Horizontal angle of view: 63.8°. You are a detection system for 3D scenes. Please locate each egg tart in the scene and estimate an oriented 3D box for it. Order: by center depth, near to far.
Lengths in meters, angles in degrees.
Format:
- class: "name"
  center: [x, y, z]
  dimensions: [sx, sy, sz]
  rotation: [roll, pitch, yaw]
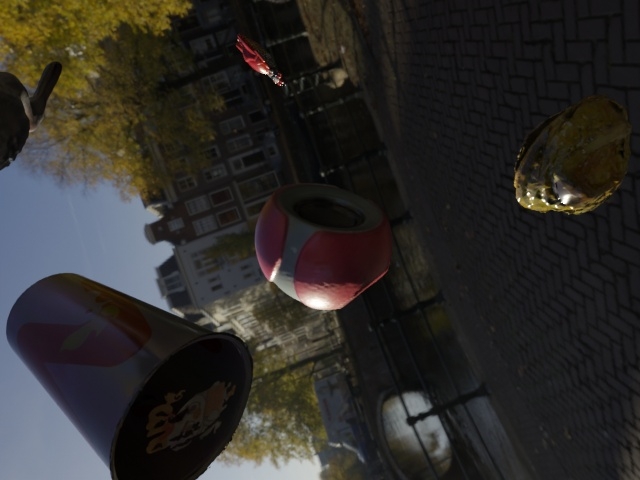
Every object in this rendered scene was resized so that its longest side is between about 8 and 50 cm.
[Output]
- class: "egg tart"
  center: [0.552, -0.156, 1.076]
  dimensions: [0.132, 0.296, 0.297]
  rotation: [-123, 13, -50]

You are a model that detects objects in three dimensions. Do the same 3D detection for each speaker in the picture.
- class: "speaker"
  center: [0.000, 0.000, 1.095]
  dimensions: [0.294, 0.294, 0.295]
  rotation: [160, 90, -85]

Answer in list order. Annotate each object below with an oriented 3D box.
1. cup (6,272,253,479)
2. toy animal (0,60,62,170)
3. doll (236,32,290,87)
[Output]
- class: "cup"
  center: [-0.253, 0.150, 0.634]
  dimensions: [0.288, 0.203, 0.203]
  rotation: [21, 144, 32]
- class: "toy animal"
  center: [-0.350, -0.128, 0.527]
  dimensions: [0.324, 0.090, 0.196]
  rotation: [-139, 68, -84]
- class: "doll"
  center: [-0.155, -0.468, 1.350]
  dimensions: [0.169, 0.057, 0.109]
  rotation: [47, 177, -14]
